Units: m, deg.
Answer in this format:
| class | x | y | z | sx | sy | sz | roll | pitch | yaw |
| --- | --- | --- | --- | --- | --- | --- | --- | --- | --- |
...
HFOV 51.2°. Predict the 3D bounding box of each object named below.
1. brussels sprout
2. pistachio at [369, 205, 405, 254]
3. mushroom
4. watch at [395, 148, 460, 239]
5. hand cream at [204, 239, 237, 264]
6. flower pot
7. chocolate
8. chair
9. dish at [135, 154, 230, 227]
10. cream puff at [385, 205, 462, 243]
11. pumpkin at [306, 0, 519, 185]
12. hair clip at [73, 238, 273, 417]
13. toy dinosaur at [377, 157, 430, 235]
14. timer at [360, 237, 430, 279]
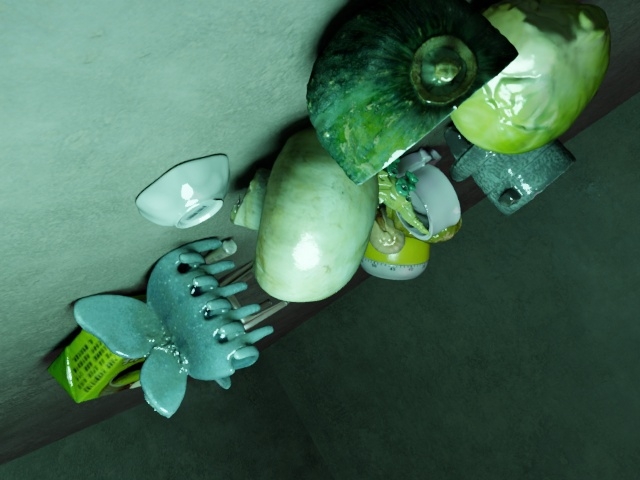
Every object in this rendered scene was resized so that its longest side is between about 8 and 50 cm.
| class | x | y | z | sx | sy | sz | roll | pitch | yaw |
| --- | --- | --- | --- | --- | --- | --- | --- | --- | --- |
| brussels sprout | 0.363 | -0.314 | 1.221 | 0.344 | 0.268 | 0.344 | -31 | 148 | -22 |
| pistachio | 0.213 | -0.028 | 2.221 | 0.117 | 0.145 | 0.201 | -29 | -146 | 3 |
| mushroom | -0.027 | -0.052 | 1.262 | 0.352 | 0.260 | 0.353 | 22 | 90 | -88 |
| watch | 0.299 | -0.124 | 1.912 | 0.196 | 0.231 | 0.244 | -31 | 166 | -16 |
| hand cream | -0.257 | 0.036 | 1.650 | 0.061 | 0.039 | 0.143 | -19 | 173 | -47 |
| flower pot | 0.487 | -0.230 | 1.801 | 0.299 | 0.283 | 0.299 | -38 | 175 | -4 |
| chocolate | -0.476 | 0.266 | 1.687 | 0.289 | 0.137 | 0.300 | -44 | 161 | 24 |
| chair | -0.288 | 0.212 | 1.980 | 0.326 | 0.176 | 0.183 | -34 | 180 | -22 |
| dish | -0.224 | -0.070 | 1.165 | 0.190 | 0.066 | 0.191 | -30 | 169 | -7 |
| cream puff | 0.330 | -0.093 | 2.131 | 0.243 | 0.196 | 0.244 | 1 | -169 | 0 |
| pumpkin | 0.108 | -0.242 | 0.977 | 0.293 | 0.197 | 0.263 | -38 | -178 | 1 |
| hair clip | -0.283 | 0.180 | 1.495 | 0.238 | 0.318 | 0.392 | -38 | 166 | 22 |
| toy dinosaur | 0.192 | -0.117 | 1.689 | 0.153 | 0.259 | 0.094 | -57 | -171 | -36 |
| timer | 0.270 | -0.017 | 2.398 | 0.285 | 0.285 | 0.285 | -30 | 169 | -6 |
